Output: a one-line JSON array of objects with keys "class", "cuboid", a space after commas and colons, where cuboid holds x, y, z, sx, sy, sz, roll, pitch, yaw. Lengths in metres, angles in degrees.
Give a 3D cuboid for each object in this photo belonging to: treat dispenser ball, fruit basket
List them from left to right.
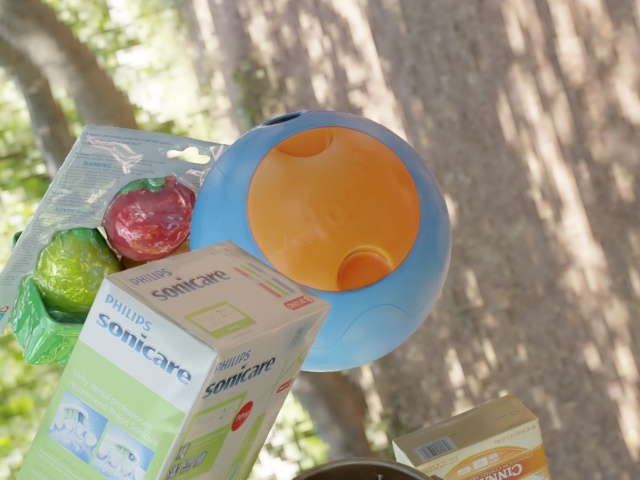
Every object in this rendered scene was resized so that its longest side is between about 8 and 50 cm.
[{"class": "fruit basket", "cuboid": [-0.230, -0.003, 2.037, 0.165, 0.327, 0.353, 55, 126, 38]}, {"class": "treat dispenser ball", "cuboid": [0.000, 0.000, 1.830, 0.288, 0.288, 0.288, 163, 90, -81]}]

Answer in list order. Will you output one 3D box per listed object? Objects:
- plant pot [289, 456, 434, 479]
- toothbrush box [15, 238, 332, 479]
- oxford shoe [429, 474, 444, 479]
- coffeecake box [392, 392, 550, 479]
[{"class": "plant pot", "cuboid": [0.039, 0.275, 1.245, 0.165, 0.167, 0.167, 74, 174, -51]}, {"class": "toothbrush box", "cuboid": [-0.135, 0.159, 1.400, 0.206, 0.122, 0.283, -17, -45, -63]}, {"class": "oxford shoe", "cuboid": [0.071, 0.267, 1.591, 0.096, 0.083, 0.227, 58, 144, 2]}, {"class": "coffeecake box", "cuboid": [0.170, 0.276, 1.759, 0.068, 0.142, 0.185, -134, 26, -62]}]
